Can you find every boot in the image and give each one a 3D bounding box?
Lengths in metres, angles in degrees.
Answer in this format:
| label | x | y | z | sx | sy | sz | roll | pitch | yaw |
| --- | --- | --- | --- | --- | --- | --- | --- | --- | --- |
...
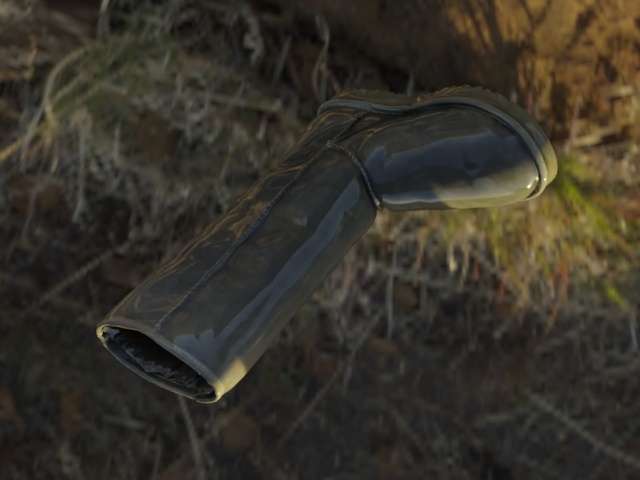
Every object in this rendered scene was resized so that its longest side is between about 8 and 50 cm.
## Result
| label | x | y | z | sx | sy | sz | roll | pitch | yaw |
| --- | --- | --- | --- | --- | --- | --- | --- | --- | --- |
| boot | 0.002 | 0.002 | 1.019 | 0.190 | 0.208 | 0.076 | 3 | 126 | 49 |
